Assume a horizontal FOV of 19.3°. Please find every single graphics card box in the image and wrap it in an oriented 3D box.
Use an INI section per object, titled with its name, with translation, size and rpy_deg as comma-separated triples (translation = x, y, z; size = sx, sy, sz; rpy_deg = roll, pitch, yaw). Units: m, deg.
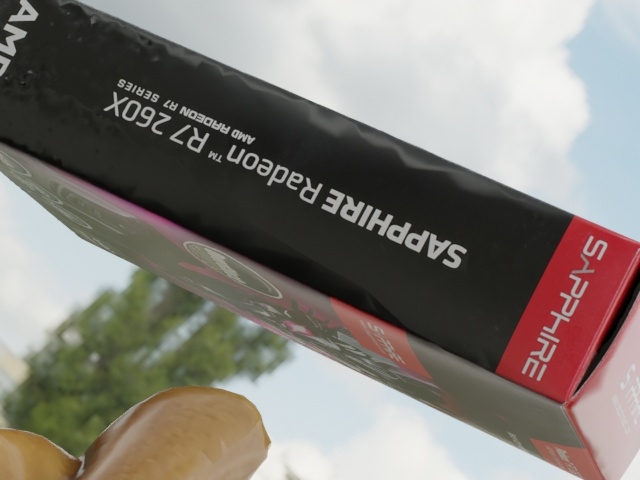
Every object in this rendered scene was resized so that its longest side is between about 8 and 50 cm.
[graphics card box]
translation = 0.000, 0.000, 0.993
size = 0.371, 0.094, 0.233
rpy_deg = 26, -9, 19

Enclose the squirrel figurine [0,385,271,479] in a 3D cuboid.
[squirrel figurine]
translation = -0.299, 0.079, 0.741
size = 0.370, 0.397, 0.281
rpy_deg = 49, -51, 10
